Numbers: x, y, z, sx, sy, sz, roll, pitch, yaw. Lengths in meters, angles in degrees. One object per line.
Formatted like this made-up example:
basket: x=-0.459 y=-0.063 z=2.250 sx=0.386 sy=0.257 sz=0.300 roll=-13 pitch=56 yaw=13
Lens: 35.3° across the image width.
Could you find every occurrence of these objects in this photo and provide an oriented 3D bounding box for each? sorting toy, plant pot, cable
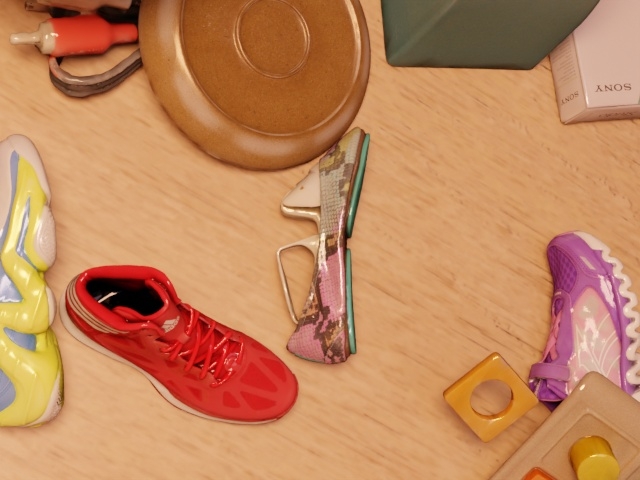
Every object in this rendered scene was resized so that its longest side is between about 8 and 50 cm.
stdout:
sorting toy: x=0.247 y=0.240 z=0.902 sx=0.348 sy=0.047 sz=0.196 roll=36 pitch=102 yaw=-11
plant pot: x=0.170 y=-0.274 z=0.920 sx=0.166 sy=0.234 sz=0.165 roll=-2 pitch=81 yaw=-17
cable: x=-0.139 y=-0.204 z=0.899 sx=0.287 sy=0.072 sz=0.139 roll=-5 pitch=80 yaw=-18
plant pot: x=-0.048 y=-0.182 z=0.914 sx=0.236 sy=0.032 sz=0.236 roll=2 pitch=86 yaw=-29

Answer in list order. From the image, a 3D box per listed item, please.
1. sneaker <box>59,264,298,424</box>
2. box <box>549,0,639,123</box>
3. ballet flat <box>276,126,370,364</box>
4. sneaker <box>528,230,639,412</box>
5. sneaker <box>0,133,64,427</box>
sneaker: x=-0.110 y=0.089 z=0.823 sx=0.221 sy=0.128 sz=0.087 roll=24 pitch=75 yaw=-10
box: x=0.341 y=-0.289 z=1.068 sx=0.232 sy=0.058 sz=0.322 roll=-6 pitch=82 yaw=-17
ballet flat: x=0.000 y=0.000 z=0.910 sx=0.079 sy=0.077 sz=0.221 roll=4 pitch=78 yaw=4
sneaker: x=0.245 y=0.110 z=0.951 sx=0.105 sy=0.095 sz=0.236 roll=-11 pitch=84 yaw=-10
sneaker: x=-0.275 y=0.033 z=0.805 sx=0.126 sy=0.091 sz=0.240 roll=-4 pitch=82 yaw=-17
